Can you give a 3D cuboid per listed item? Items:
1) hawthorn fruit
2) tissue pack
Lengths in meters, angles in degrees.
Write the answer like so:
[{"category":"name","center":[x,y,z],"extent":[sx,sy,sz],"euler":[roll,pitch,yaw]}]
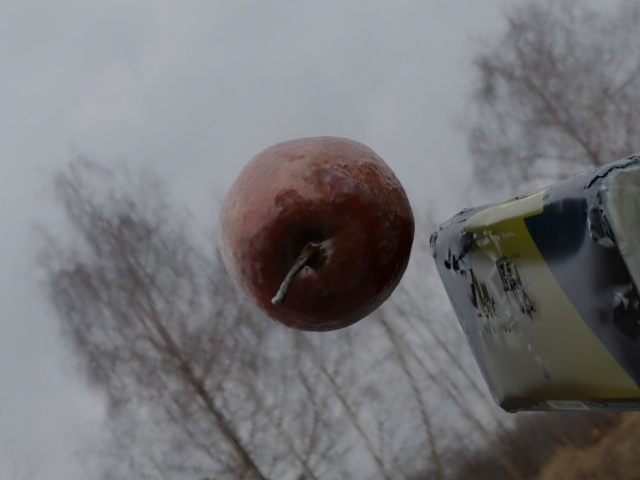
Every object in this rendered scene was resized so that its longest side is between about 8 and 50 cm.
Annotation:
[{"category":"hawthorn fruit","center":[0.009,-0.006,1.520],"extent":[0.263,0.231,0.235],"euler":[15,75,53]},{"category":"tissue pack","center":[0.332,0.044,1.463],"extent":[0.253,0.264,0.416],"euler":[-21,1,-20]}]
